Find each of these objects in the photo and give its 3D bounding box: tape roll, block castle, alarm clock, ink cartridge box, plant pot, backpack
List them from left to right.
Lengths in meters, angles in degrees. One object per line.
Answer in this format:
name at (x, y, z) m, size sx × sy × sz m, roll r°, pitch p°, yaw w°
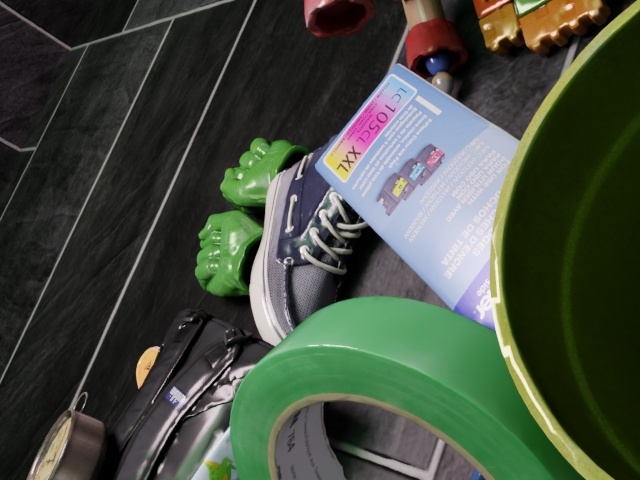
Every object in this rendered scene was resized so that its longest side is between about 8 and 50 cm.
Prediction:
alarm clock at (-0.304, 0.260, 0.989) m, size 0.129 × 0.064 × 0.192 m, roll -49°, pitch 27°, yaw 27°
backpack at (-0.167, 0.300, 1.020) m, size 0.290 × 0.273 × 0.355 m, roll 12°, pitch 54°, yaw 51°
tape roll at (0.074, 0.200, 0.654) m, size 0.321 × 0.321 × 0.077 m, roll -14°, pitch 18°, yaw 43°
block castle at (0.221, -0.365, 0.970) m, size 0.453 × 0.303 × 0.212 m, roll -26°, pitch 68°, yaw 36°
ink cartridge box at (0.201, 0.014, 0.761) m, size 0.151 × 0.270 × 0.395 m, roll -54°, pitch 37°, yaw 9°
plant pot at (0.353, 0.047, 0.490) m, size 0.367 × 0.353 × 0.366 m, roll -25°, pitch 49°, yaw 32°

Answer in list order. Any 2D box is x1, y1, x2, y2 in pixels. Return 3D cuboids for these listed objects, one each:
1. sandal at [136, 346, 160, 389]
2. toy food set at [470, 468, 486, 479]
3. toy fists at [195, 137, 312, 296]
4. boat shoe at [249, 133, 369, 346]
sandal at (-0.268, 0.252, 1.282) m, size 0.102 × 0.076 × 0.265 m, roll -53°, pitch 37°, yaw 7°
toy food set at (0.198, 0.212, 0.697) m, size 0.111 × 0.105 × 0.232 m, roll -62°, pitch -1°, yaw -38°
toy fists at (-0.115, -0.040, 1.303) m, size 0.142 × 0.096 × 0.279 m, roll 3°, pitch 69°, yaw 51°
boat shoe at (0.000, 0.000, 1.114) m, size 0.158 × 0.127 × 0.340 m, roll -37°, pitch 41°, yaw 36°
